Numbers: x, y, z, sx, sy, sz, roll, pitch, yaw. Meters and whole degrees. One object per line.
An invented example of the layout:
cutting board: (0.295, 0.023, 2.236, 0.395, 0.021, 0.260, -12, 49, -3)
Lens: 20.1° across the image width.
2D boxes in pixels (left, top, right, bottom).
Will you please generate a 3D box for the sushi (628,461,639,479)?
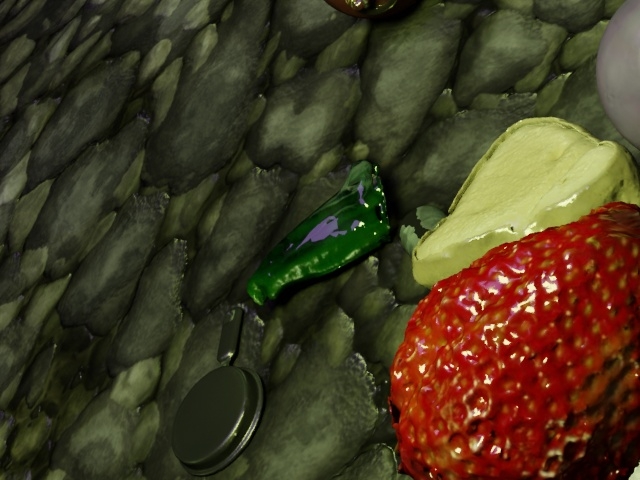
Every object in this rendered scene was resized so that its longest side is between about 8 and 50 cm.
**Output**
sushi: (0.310, 0.257, 1.400, 0.192, 0.050, 0.215, 33, 94, 40)

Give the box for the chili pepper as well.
chili pepper: (0.002, 0.001, 2.047, 0.216, 0.062, 0.108, -43, 32, 17)

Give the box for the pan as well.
pan: (-0.116, 0.163, 2.062, 0.136, 0.028, 0.235, -29, 38, 31)

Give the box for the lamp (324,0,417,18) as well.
lamp: (0.069, -0.380, 2.261, 0.180, 0.180, 0.258, -33, 38, 28)

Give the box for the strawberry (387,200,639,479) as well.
strawberry: (0.193, 0.094, 1.528, 0.288, 0.239, 0.250, -60, 33, 35)

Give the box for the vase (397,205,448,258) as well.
vase: (0.146, 0.035, 1.830, 0.060, 0.060, 0.211, -48, 36, 6)

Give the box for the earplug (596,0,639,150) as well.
earplug: (0.431, -0.250, 1.578, 0.456, 0.215, 0.215, -43, 32, 7)

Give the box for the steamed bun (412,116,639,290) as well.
steamed bun: (0.220, -0.020, 1.736, 0.212, 0.110, 0.231, -2, 42, 54)
